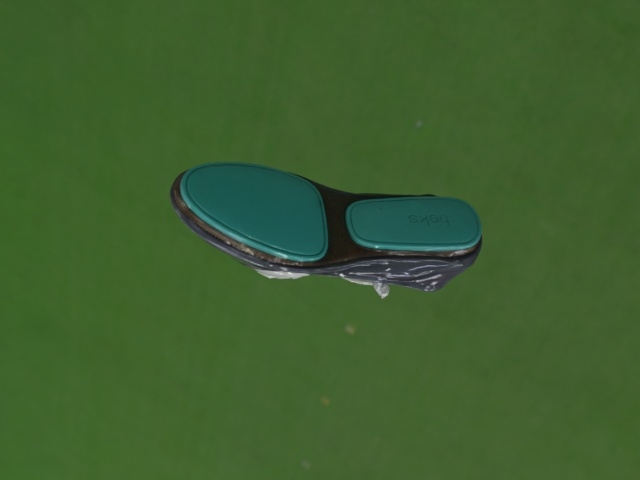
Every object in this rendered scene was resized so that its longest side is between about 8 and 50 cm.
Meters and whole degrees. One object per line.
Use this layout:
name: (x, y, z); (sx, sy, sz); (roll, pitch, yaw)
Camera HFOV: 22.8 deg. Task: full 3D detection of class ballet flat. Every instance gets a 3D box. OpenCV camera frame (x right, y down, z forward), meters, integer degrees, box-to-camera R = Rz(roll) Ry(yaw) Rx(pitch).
ballet flat: (0.000, 0.000, 0.978); (0.203, 0.074, 0.074); (6, 156, -20)
